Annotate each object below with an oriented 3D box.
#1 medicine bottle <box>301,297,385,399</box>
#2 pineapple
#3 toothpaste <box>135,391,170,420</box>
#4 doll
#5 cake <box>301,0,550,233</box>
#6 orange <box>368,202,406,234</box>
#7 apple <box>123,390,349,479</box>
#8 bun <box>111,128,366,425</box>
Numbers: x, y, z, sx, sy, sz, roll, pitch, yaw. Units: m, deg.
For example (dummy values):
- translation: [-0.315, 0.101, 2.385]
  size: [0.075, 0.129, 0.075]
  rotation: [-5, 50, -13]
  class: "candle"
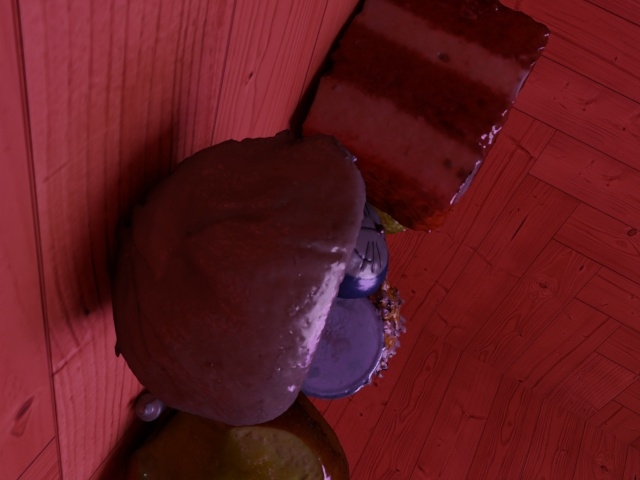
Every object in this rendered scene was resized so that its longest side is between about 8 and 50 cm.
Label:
- translation: [-0.012, 0.173, 1.285]
  size: [0.244, 0.245, 0.290]
  rotation: [-60, -172, -7]
  class: "medicine bottle"
- translation: [0.032, 0.180, 1.620]
  size: [0.352, 0.353, 0.300]
  rotation: [-58, 162, -22]
  class: "pineapple"
- translation: [-0.243, 0.246, 1.059]
  size: [0.060, 0.038, 0.233]
  rotation: [-56, 175, -3]
  class: "toothpaste"
- translation: [0.000, 0.000, 1.010]
  size: [0.259, 0.228, 0.154]
  rotation: [4, 153, -37]
  class: "doll"
- translation: [0.145, -0.204, 1.062]
  size: [0.319, 0.270, 0.270]
  rotation: [-60, 172, -8]
  class: "cake"
- translation: [0.148, -0.163, 1.438]
  size: [0.301, 0.223, 0.300]
  rotation: [-59, -172, -13]
  class: "orange"
- translation: [-0.147, 0.387, 1.105]
  size: [0.374, 0.375, 0.384]
  rotation: [-57, 154, -30]
  class: "apple"
- translation: [-0.089, 0.032, 0.647]
  size: [0.281, 0.205, 0.281]
  rotation: [-163, -90, -89]
  class: "bun"
